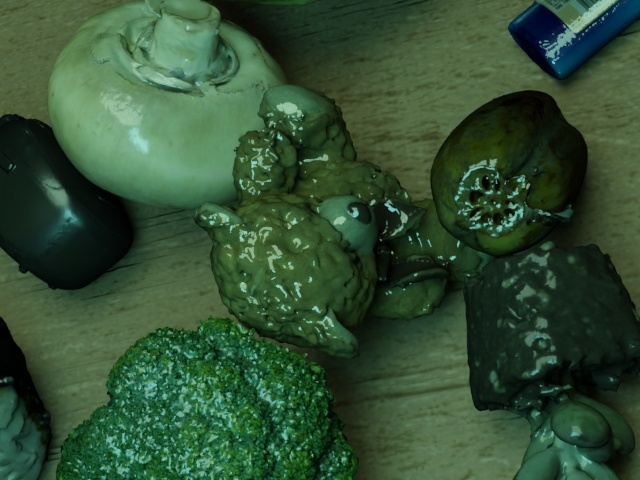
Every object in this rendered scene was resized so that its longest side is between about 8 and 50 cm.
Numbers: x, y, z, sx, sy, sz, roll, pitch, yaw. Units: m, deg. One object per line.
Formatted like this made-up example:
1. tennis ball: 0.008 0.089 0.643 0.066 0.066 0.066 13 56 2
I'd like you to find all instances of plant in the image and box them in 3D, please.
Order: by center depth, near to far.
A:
1. plant: 0.207 0.142 1.632 0.146 0.149 0.274 -1 66 -10

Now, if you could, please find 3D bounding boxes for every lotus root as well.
1. lotus root: 0.168 -0.061 1.724 0.123 0.241 0.124 -32 95 22

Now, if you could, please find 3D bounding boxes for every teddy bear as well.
1. teddy bear: 0.000 0.000 1.727 0.267 0.256 0.156 40 115 6

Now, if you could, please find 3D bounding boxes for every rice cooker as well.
1. rice cooker: -0.272 -0.038 1.910 0.118 0.142 0.203 -48 54 5

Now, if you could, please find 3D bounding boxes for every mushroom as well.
1. mushroom: -0.141 -0.144 1.857 0.246 0.202 0.246 7 43 -7

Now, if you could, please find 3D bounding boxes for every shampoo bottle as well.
1. shampoo bottle: 0.273 -0.236 1.870 0.183 0.050 0.087 -40 53 -3

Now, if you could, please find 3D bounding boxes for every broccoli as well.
1. broccoli: -0.097 0.200 1.659 0.261 0.241 0.269 -3 85 1

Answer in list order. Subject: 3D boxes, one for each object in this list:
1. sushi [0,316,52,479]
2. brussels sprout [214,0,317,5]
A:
1. sushi: -0.415 0.209 1.813 0.343 0.196 0.182 -33 38 -5
2. brussels sprout: -0.027 -0.429 1.914 0.425 0.342 0.361 -32 42 -22
